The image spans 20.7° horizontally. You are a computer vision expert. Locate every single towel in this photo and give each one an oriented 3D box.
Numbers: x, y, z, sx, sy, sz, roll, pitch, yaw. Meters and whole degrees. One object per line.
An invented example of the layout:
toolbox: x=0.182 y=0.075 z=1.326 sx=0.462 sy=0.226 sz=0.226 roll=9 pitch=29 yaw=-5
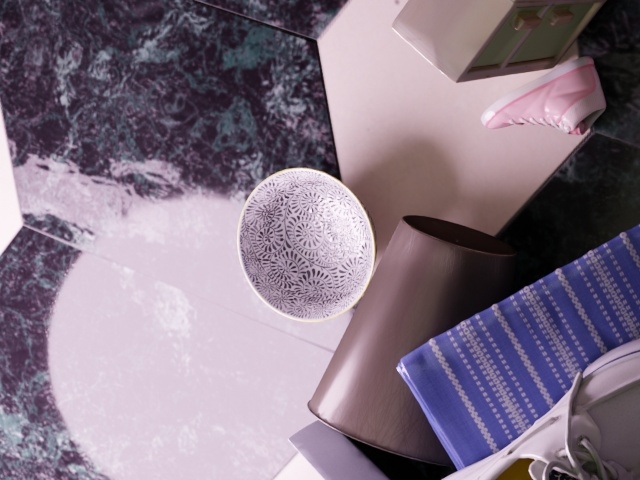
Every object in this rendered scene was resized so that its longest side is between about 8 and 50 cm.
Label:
towel: x=0.274 y=0.142 z=1.760 sx=0.336 sy=0.040 sz=0.243 roll=-30 pitch=99 yaw=10

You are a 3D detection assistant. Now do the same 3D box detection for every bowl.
bowl: x=0.000 y=0.000 z=1.934 sx=0.170 sy=0.080 sz=0.170 roll=4 pitch=100 yaw=26

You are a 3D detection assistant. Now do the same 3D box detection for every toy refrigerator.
toy refrigerator: x=0.183 y=-0.221 z=1.696 sx=0.094 sy=0.269 sz=0.102 roll=44 pitch=114 yaw=15

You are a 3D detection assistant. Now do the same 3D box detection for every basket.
basket: x=0.116 y=0.100 z=1.853 sx=0.204 sy=0.154 sz=0.227 roll=18 pitch=102 yaw=3

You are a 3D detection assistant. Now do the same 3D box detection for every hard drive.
hard drive: x=0.088 y=0.286 z=1.887 sx=0.254 sy=0.172 sz=0.054 roll=44 pitch=99 yaw=17

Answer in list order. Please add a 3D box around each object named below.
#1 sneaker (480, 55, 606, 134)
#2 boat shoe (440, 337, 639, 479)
sneaker: x=0.233 y=-0.130 z=1.808 sx=0.134 sy=0.051 sz=0.070 roll=-27 pitch=80 yaw=24
boat shoe: x=0.235 y=0.224 z=1.680 sx=0.367 sy=0.156 sz=0.136 roll=-32 pitch=98 yaw=11
